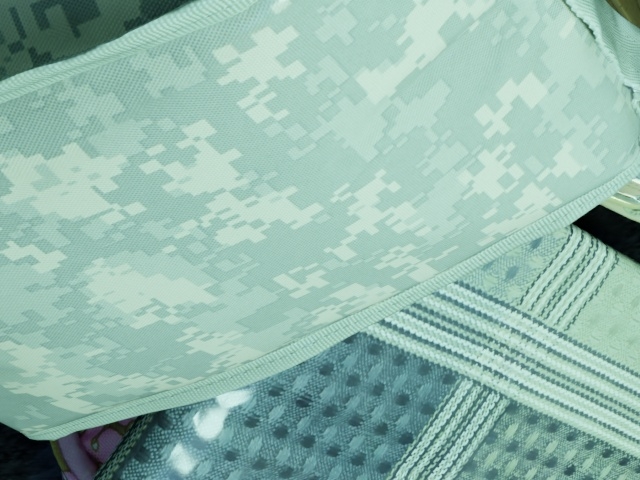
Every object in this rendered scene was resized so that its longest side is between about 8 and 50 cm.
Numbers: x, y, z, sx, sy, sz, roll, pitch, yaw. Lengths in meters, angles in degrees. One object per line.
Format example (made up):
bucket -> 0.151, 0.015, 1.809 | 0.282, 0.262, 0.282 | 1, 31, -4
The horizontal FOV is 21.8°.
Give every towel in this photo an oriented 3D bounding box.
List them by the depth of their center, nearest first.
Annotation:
towel -> 0.035, 0.117, 0.796 | 0.324, 0.056, 0.312 | 28, 101, -43

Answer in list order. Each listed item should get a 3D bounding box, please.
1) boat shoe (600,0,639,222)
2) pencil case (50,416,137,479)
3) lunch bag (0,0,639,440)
boat shoe -> 0.175, -0.047, 0.755 | 0.285, 0.104, 0.089 | 23, 143, -32
pencil case -> -0.052, 0.160, 0.991 | 0.167, 0.160, 0.386 | 20, 154, 10
lunch bag -> -0.047, -0.062, 0.559 | 0.287, 0.169, 0.235 | -17, 152, 20
